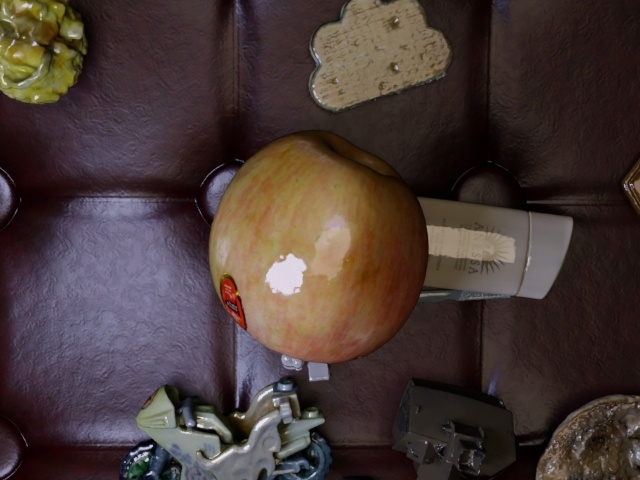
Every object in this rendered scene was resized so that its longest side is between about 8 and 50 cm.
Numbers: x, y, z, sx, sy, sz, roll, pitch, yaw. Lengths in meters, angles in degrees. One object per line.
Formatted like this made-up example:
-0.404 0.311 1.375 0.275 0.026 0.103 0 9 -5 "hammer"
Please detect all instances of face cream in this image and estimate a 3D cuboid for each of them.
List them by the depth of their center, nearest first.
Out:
0.310 0.016 1.487 0.348 0.081 0.174 8 95 -2 "face cream"

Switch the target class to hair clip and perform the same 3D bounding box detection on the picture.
-0.018 0.172 1.512 0.140 0.054 0.220 -8 92 4 "hair clip"

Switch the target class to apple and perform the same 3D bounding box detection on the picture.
0.000 0.000 1.325 0.391 0.391 0.347 22 113 -4 "apple"

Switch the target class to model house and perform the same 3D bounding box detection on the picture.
0.249 0.396 1.437 0.211 0.243 0.204 15 94 -4 "model house"

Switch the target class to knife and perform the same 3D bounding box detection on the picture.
0.277 0.109 1.528 0.210 0.015 0.028 -5 88 -2 "knife"

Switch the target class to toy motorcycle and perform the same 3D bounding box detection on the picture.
-0.182 0.384 1.467 0.410 0.169 0.237 -4 101 -7 "toy motorcycle"

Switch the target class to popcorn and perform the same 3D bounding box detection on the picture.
-0.516 -0.362 1.361 0.181 0.217 0.235 5 106 -6 "popcorn"

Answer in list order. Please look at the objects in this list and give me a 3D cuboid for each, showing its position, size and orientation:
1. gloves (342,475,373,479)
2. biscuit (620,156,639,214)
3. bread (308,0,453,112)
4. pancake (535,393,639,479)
0.085 0.585 1.533 0.119 0.097 0.229 -7 101 29 "gloves"
0.718 -0.104 1.514 0.215 0.034 0.182 34 93 -4 "biscuit"
0.104 -0.371 1.459 0.286 0.056 0.207 -15 98 -1 "bread"
0.614 0.487 1.539 0.386 0.082 0.387 0 95 -6 "pancake"
